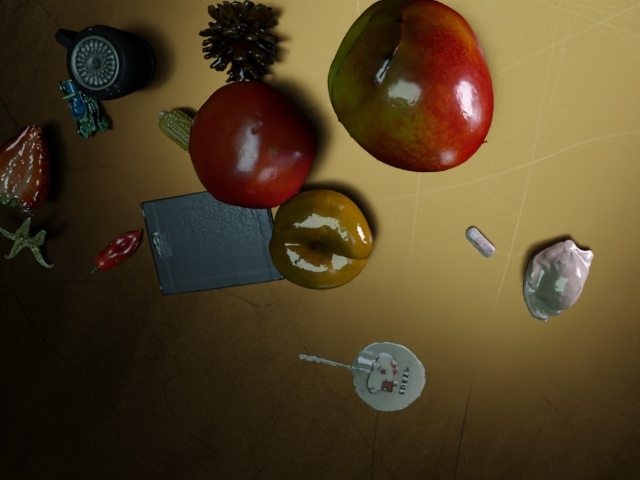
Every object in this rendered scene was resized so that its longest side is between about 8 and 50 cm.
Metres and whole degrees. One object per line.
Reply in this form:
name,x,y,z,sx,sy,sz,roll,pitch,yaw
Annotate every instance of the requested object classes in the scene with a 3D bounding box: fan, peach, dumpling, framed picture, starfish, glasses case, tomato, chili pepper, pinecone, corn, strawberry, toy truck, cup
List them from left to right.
strawberry,-0.763,-0.191,2.015,0.175,0.098,0.228,11,103,8
starfish,-0.783,-0.005,2.069,0.217,0.050,0.223,33,135,-25
toy truck,-0.590,-0.331,1.950,0.080,0.078,0.154,-17,100,17
cup,-0.509,-0.432,1.854,0.223,0.176,0.169,35,111,5
chili pepper,-0.534,0.034,2.046,0.191,0.050,0.059,-39,77,11
corn,-0.293,-0.237,1.909,0.238,0.080,0.080,38,109,-2
framed picture,-0.275,0.001,2.001,0.339,0.014,0.255,-9,102,14
pinecone,-0.186,-0.449,1.793,0.179,0.150,0.195,1,114,16
tomato,-0.143,-0.212,1.779,0.299,0.226,0.298,-3,99,-23
peach,0.000,0.000,1.871,0.251,0.153,0.251,6,108,19
fan,0.102,0.331,2.004,0.329,0.009,0.190,14,107,8
peach,0.200,-0.319,1.654,0.370,0.370,0.369,3,105,12
glasses case,0.375,0.005,1.853,0.083,0.021,0.032,46,107,-2
dumpling,0.532,0.083,1.795,0.136,0.118,0.199,41,87,-2
